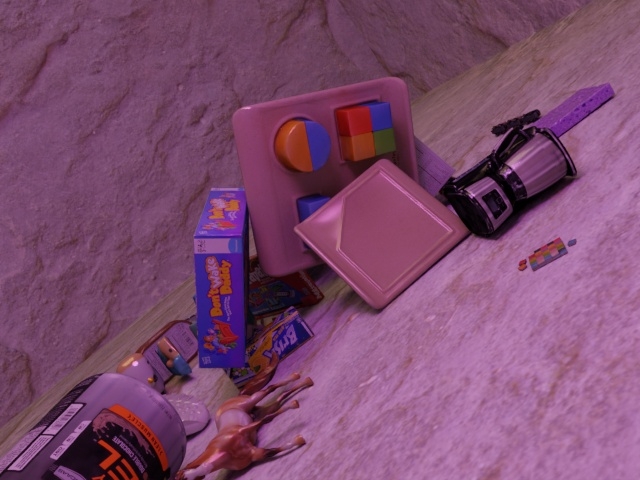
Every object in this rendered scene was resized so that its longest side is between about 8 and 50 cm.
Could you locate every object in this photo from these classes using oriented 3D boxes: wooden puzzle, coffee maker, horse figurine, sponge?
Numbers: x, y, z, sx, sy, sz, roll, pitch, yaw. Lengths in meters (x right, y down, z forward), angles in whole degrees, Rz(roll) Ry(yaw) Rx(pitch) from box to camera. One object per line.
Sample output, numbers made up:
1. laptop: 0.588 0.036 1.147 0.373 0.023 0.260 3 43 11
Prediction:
1. wooden puzzle: 0.033 -0.118 1.292 0.347 0.322 0.080 -16 18 -19
2. wooden puzzle: 0.108 -0.015 1.214 0.238 0.221 0.044 -37 -28 -18
3. coffee maker: 0.305 -0.091 1.144 0.178 0.120 0.171 -35 -13 -3
4. wooden puzzle: 0.297 0.018 0.909 0.083 0.006 0.049 -32 10 18
5. horse figurine: -0.099 0.254 0.977 0.174 0.066 0.263 -28 13 9
6. sponge: 0.488 -0.246 1.422 0.210 0.031 0.117 -36 10 -2

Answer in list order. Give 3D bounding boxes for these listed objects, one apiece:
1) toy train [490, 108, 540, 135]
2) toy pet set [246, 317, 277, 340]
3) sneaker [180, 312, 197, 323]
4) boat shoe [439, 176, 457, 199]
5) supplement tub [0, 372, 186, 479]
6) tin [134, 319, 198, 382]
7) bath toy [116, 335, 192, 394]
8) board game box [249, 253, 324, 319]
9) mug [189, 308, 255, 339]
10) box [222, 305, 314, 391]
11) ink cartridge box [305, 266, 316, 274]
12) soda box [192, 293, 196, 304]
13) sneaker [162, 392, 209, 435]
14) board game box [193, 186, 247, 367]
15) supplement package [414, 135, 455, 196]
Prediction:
1. toy train: 0.472 -0.287 1.675 0.036 0.027 0.158 -37 10 -26
2. toy pet set: -0.121 0.198 1.385 0.114 0.065 0.122 -2 3 -19
3. sneaker: -0.348 0.245 1.803 0.223 0.083 0.098 -38 15 -16
4. boat shoe: 0.276 -0.103 1.433 0.043 0.049 0.137 -40 15 -11
5. supplement tub: -0.338 0.348 0.924 0.207 0.207 0.338 -31 12 26
6. tin: -0.370 0.270 1.677 0.189 0.106 0.040 -44 13 -35
7. bath toy: -0.445 0.358 1.501 0.348 0.151 0.129 -39 46 -14
8. board game box: -0.117 0.097 1.523 0.027 0.145 0.281 -42 12 -35
9. mug: -0.209 0.194 1.476 0.129 0.097 0.157 -32 2 40
10. box: -0.097 0.194 1.253 0.169 0.059 0.054 -37 12 -5
11. ink cartridge box: -0.014 -0.055 1.630 0.307 0.072 0.304 -50 -23 -47
12. soda box: -0.213 0.133 1.762 0.210 0.067 0.071 -17 15 15
13. sneaker: -0.296 0.336 1.218 0.235 0.095 0.090 -11 13 19
14. board game box: -0.174 0.052 1.276 0.078 0.233 0.347 0 16 -4
15. supplement package: 0.154 -0.125 1.496 0.203 0.149 0.194 -51 8 6
